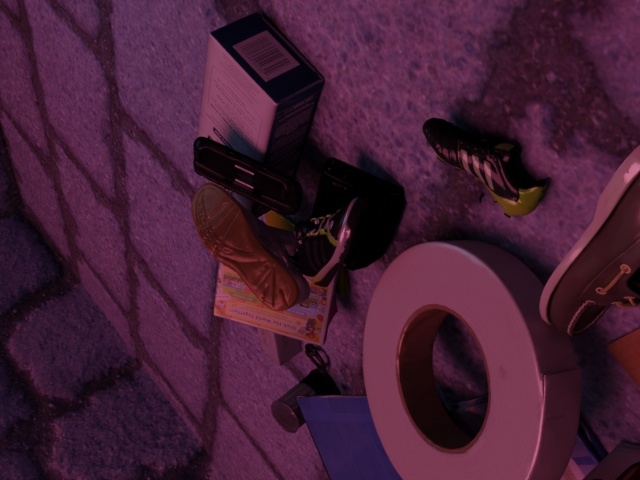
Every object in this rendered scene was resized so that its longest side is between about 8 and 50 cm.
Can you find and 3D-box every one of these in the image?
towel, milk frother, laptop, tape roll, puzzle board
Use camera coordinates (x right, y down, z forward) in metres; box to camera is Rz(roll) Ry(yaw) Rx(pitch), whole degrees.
[{"bbox_3d":[-0.029,0.015,1.516,0.237,0.021,0.102,33,139,41],"label":"towel"},{"bbox_3d":[0.329,0.326,1.215,0.209,0.034,0.285,55,152,5],"label":"towel"},{"bbox_3d":[-0.040,0.321,1.707,0.143,0.134,0.129,56,139,1],"label":"milk frother"},{"bbox_3d":[0.166,0.484,1.374,0.408,0.236,0.382,-122,11,-60],"label":"laptop"},{"bbox_3d":[0.194,0.191,1.097,0.392,0.072,0.392,5,96,59],"label":"tape roll"},{"bbox_3d":[0.410,0.142,0.921,0.096,0.011,0.128,54,152,12],"label":"puzzle board"}]

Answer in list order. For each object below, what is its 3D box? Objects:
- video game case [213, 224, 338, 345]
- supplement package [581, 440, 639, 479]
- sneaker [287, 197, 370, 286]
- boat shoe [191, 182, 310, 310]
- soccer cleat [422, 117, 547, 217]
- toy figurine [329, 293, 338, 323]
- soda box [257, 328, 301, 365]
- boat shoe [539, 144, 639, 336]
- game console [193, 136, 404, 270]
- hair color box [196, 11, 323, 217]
[{"bbox_3d":[-0.084,0.076,1.451,0.226,0.026,0.207,14,113,11],"label":"video game case"},{"bbox_3d":[0.409,0.377,0.948,0.194,0.203,0.149,-6,112,60],"label":"supplement package"},{"bbox_3d":[0.000,0.000,1.225,0.097,0.084,0.235,31,145,1],"label":"sneaker"},{"bbox_3d":[-0.122,0.012,1.372,0.098,0.096,0.277,-45,72,19],"label":"boat shoe"},{"bbox_3d":[0.205,-0.105,0.971,0.179,0.060,0.072,43,140,16],"label":"soccer cleat"},{"bbox_3d":[-0.037,0.118,1.541,0.159,0.130,0.173,24,180,22],"label":"toy figurine"},{"bbox_3d":[-0.100,0.174,1.735,0.074,0.069,0.216,33,144,39],"label":"soda box"},{"bbox_3d":[0.326,0.019,0.830,0.091,0.109,0.305,48,148,27],"label":"boat shoe"},{"bbox_3d":[-0.048,-0.081,1.272,0.361,0.044,0.213,25,145,7],"label":"game console"},{"bbox_3d":[-0.118,-0.200,1.349,0.174,0.105,0.347,49,151,16],"label":"hair color box"}]
